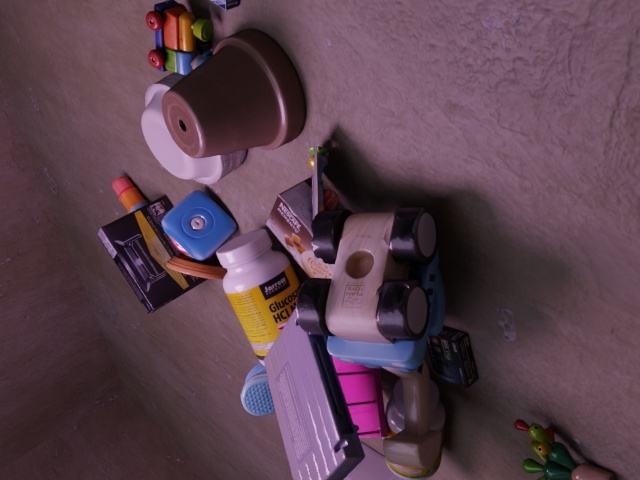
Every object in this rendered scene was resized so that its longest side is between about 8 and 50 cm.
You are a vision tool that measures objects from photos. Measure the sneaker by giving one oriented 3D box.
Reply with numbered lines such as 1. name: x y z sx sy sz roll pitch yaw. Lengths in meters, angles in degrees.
1. sneaker: -0.060 0.367 1.830 0.208 0.319 0.127 -161 65 -80

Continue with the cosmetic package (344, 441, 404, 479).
1. cosmetic package: 0.158 0.680 1.899 0.238 0.127 0.107 17 130 50

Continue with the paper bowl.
1. paper bowl: -0.332 -0.267 1.688 0.284 0.148 0.284 35 148 26

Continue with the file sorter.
1. file sorter: 0.015 0.325 1.608 0.202 0.182 0.290 -32 60 59

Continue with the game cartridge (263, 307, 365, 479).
1. game cartridge: -0.023 0.341 1.425 0.230 0.068 0.355 117 144 -43

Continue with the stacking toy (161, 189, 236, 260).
1. stacking toy: -0.360 -0.003 2.026 0.175 0.166 0.302 43 162 7

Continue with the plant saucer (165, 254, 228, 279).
1. plant saucer: -0.370 0.080 2.078 0.200 0.200 0.037 17 95 48

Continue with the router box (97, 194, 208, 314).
1. router box: -0.523 0.042 2.178 0.308 0.243 0.081 57 149 1

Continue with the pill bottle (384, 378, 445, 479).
1. pill bottle: 0.218 0.430 1.571 0.136 0.136 0.245 31 139 37

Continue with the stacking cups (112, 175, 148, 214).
1. stacking cups: -0.614 -0.086 2.333 0.316 0.096 0.096 49 148 14

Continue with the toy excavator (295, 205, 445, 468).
1. toy excavator: 0.154 0.195 1.328 0.222 0.432 0.445 -2 154 32

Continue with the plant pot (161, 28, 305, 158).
1. plant pot: -0.202 -0.286 1.435 0.263 0.229 0.263 36 143 34

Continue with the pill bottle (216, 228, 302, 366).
1. pill bottle: -0.139 0.148 1.777 0.188 0.188 0.334 -2 117 56

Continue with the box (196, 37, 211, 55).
1. box: -0.323 -0.458 1.645 0.116 0.029 0.162 52 150 6

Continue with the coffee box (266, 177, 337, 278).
1. coffee box: 0.000 0.000 1.531 0.246 0.098 0.141 51 149 11

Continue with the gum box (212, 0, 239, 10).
1. gum box: -0.229 -0.588 1.380 0.157 0.041 0.184 40 146 27

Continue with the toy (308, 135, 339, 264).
1. toy: 0.009 -0.080 1.398 0.137 0.056 0.237 101 165 -75

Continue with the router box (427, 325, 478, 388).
1. router box: 0.272 0.239 1.419 0.092 0.038 0.122 12 127 50

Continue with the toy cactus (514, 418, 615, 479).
1. toy cactus: 0.461 0.445 1.293 0.180 0.112 0.219 -4 106 45

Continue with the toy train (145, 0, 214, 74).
1. toy train: -0.298 -0.484 1.495 0.143 0.105 0.248 23 128 21
